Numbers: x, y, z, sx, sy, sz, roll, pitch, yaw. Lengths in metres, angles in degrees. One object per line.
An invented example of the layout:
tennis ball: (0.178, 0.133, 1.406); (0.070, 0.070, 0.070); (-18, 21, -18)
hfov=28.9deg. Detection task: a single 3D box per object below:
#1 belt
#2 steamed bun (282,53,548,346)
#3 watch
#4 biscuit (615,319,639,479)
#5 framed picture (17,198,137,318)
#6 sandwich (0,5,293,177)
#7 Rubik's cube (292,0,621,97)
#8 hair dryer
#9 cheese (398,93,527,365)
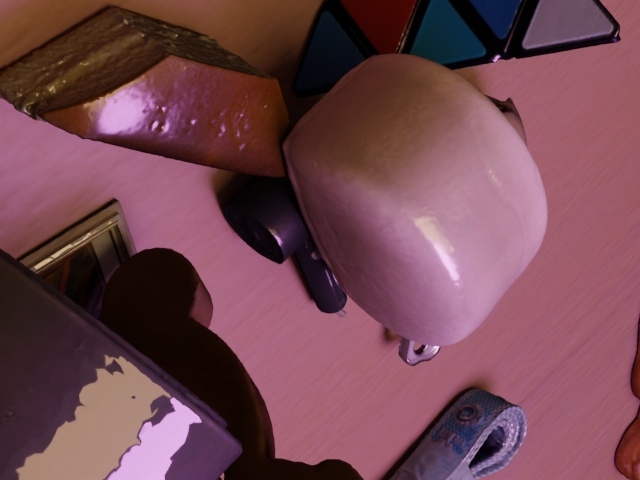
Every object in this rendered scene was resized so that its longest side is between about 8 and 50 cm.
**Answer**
belt: (0.112, 0.284, 1.367); (0.302, 0.072, 0.087); (-43, 133, -21)
steamed bun: (0.087, -0.022, 1.004); (0.146, 0.164, 0.242); (-48, 144, -20)
watch: (-0.170, 0.126, 0.782); (0.314, 0.335, 0.327); (-53, 147, -10)
biscuit: (0.560, 0.143, 1.757); (0.349, 0.078, 0.456); (-23, 125, -41)
framed picture: (-0.235, 0.121, 0.974); (0.273, 0.016, 0.216); (-36, 133, -27)
sandwich: (-0.109, -0.106, 0.923); (0.258, 0.094, 0.096); (8, 109, -49)
Rubik's cube: (0.072, -0.260, 1.055); (0.250, 0.284, 0.234); (-14, 104, -2)
hair dryer: (0.000, 0.000, 1.117); (0.124, 0.071, 0.219); (-44, 142, -20)
cheese: (0.120, -0.006, 1.217); (0.163, 0.082, 0.286); (-8, 117, -42)
